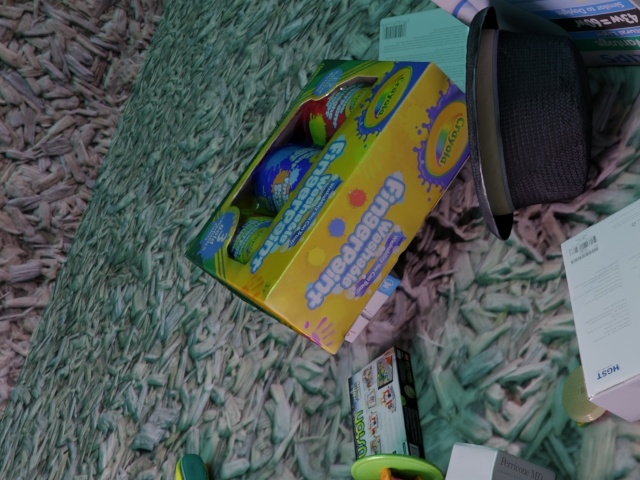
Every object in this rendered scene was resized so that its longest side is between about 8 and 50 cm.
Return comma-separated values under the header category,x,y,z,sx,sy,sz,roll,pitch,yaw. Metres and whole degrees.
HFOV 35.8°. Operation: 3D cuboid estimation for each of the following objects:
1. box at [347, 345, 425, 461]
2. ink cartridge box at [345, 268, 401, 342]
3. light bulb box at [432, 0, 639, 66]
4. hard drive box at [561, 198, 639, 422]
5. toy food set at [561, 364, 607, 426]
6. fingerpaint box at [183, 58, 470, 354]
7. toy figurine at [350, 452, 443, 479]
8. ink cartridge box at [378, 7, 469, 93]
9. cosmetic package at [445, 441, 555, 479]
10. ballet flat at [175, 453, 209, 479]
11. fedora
category,x,y,z,sx,sy,sz,roll,pitch,yaw
box,0.099,0.277,1.525,0.114,0.036,0.207,-40,37,33
ink cartridge box,0.040,0.103,1.688,0.180,0.104,0.060,-53,32,15
light bulb box,0.340,-0.420,1.401,0.358,0.361,0.225,13,79,59
hard drive box,0.399,0.071,1.185,0.181,0.089,0.232,-35,39,38
toy food set,0.338,0.191,1.249,0.082,0.020,0.083,-40,37,33
fingerpaint box,0.012,-0.080,1.629,0.444,0.163,0.371,-55,28,-7
toy figurine,0.092,0.399,1.355,0.173,0.130,0.159,121,162,-53
ink cartridge box,0.203,-0.299,1.814,0.275,0.060,0.238,10,99,58
cosmetic package,0.202,0.377,1.212,0.085,0.117,0.231,-7,62,54
ballet flat,-0.232,0.497,1.828,0.231,0.077,0.077,-110,34,-55
fedora,0.303,-0.168,1.396,0.153,0.334,0.334,-4,58,19
